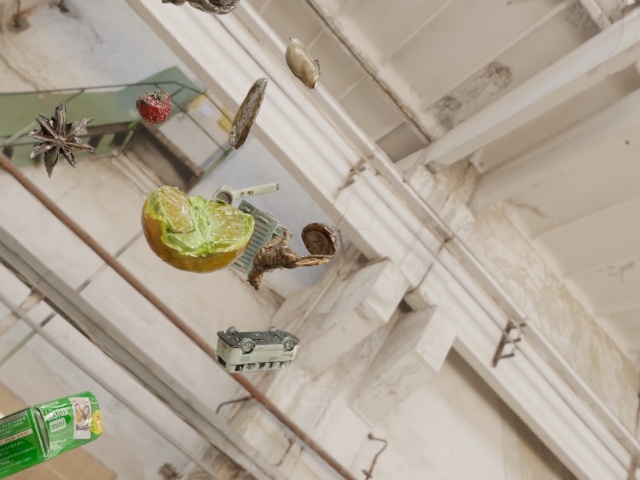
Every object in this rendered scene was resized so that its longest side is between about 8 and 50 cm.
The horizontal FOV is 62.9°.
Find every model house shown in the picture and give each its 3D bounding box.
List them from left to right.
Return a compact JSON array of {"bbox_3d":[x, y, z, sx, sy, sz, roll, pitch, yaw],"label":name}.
[{"bbox_3d":[-0.244,-0.002,1.897,0.198,0.224,0.215,31,2,20],"label":"model house"}]

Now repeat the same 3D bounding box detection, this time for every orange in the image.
[{"bbox_3d":[-0.273,-0.013,1.139,0.237,0.179,0.158,11,-58,-29],"label":"orange"}]

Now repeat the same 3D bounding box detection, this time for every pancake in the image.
[{"bbox_3d":[-0.225,-0.397,1.629,0.031,0.250,0.250,22,-29,-23],"label":"pancake"}]

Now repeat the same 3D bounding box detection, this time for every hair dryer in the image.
[{"bbox_3d":[-0.263,-0.176,1.869,0.236,0.131,0.073,-14,-74,-1],"label":"hair dryer"}]

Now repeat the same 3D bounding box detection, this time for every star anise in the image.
[{"bbox_3d":[-0.697,-0.276,1.414,0.061,0.180,0.205,43,-42,41],"label":"star anise"}]

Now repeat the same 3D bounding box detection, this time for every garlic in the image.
[{"bbox_3d":[-0.054,-0.446,1.303,0.152,0.066,0.084,61,-11,-4],"label":"garlic"}]

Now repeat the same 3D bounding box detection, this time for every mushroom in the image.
[{"bbox_3d":[0.000,0.000,1.488,0.123,0.052,0.123,24,-50,32],"label":"mushroom"}]

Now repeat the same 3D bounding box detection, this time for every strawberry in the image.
[{"bbox_3d":[-0.459,-0.364,1.450,0.106,0.106,0.106,24,-37,19],"label":"strawberry"}]

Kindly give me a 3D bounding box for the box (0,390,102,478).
[{"bbox_3d":[-0.557,0.371,0.970,0.180,0.250,0.103,34,34,-79],"label":"box"}]

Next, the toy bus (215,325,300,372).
[{"bbox_3d":[-0.139,0.247,1.177,0.087,0.193,0.089,22,-78,49],"label":"toy bus"}]

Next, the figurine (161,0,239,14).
[{"bbox_3d":[-0.228,-0.713,1.276,0.380,0.248,0.203,-35,-85,33],"label":"figurine"}]

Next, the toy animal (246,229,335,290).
[{"bbox_3d":[-0.080,0.044,1.330,0.255,0.116,0.114,-12,-69,38],"label":"toy animal"}]
